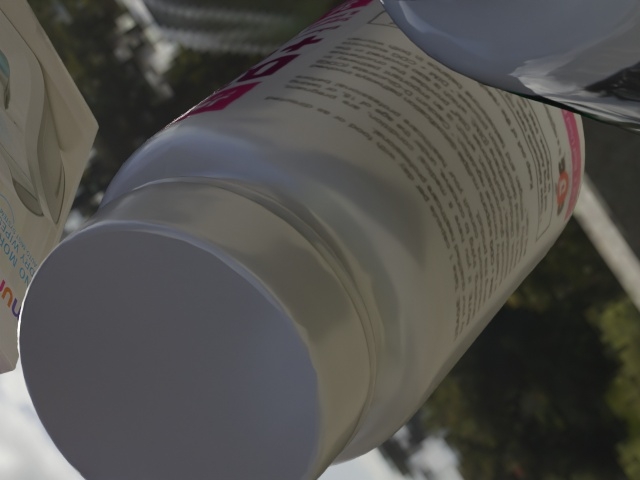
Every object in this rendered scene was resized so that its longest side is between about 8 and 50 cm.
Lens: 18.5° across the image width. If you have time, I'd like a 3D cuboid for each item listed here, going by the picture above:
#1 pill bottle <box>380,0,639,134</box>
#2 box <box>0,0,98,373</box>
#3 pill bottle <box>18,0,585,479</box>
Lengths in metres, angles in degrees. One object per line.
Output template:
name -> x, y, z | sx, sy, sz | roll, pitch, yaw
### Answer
pill bottle -> 0.141, -0.134, 0.688 | 0.361, 0.204, 0.204 | 14, -153, -36
box -> -0.262, -0.079, 1.133 | 0.231, 0.127, 0.262 | -79, -31, -49
pill bottle -> 0.000, 0.000, 0.856 | 0.160, 0.160, 0.283 | 56, -147, -6
